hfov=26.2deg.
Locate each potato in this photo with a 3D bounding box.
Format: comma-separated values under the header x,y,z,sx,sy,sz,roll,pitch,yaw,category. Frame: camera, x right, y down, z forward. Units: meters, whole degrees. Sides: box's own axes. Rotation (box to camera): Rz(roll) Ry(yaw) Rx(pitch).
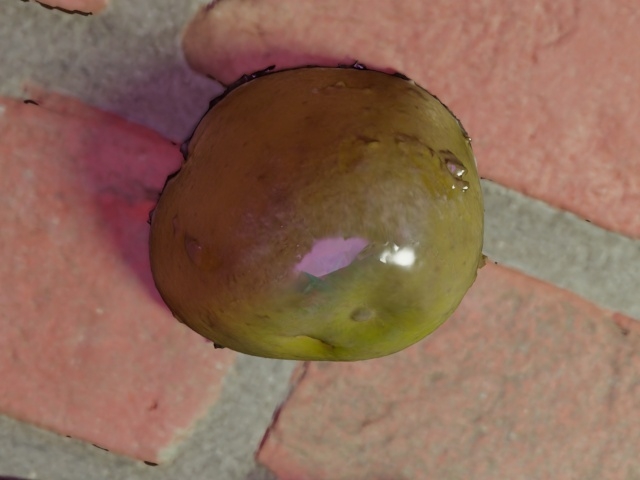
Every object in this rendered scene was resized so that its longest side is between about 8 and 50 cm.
x,y,z,sx,sy,sz,roll,pitch,yaw,category
0.000,0.000,0.771,0.202,0.117,0.182,-4,107,-2,potato
